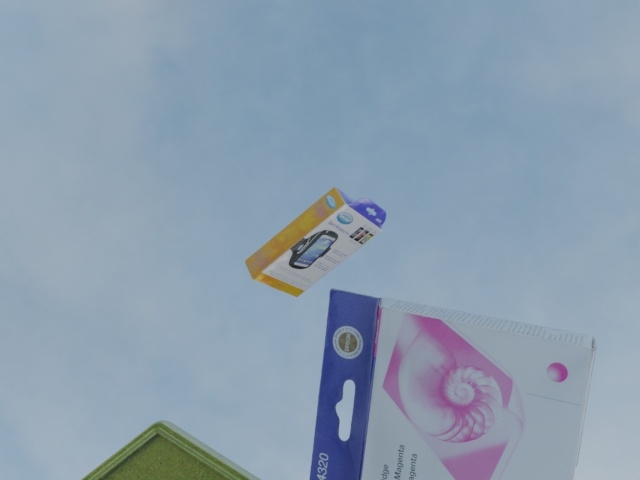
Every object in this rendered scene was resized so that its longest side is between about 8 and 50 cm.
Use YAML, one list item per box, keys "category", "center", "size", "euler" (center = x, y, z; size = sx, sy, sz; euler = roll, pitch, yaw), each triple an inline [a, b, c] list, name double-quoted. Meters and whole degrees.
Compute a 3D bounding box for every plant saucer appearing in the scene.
- category: "plant saucer"
  center: [-0.135, 0.226, 0.516]
  size: [0.188, 0.188, 0.045]
  euler: [19, -53, 33]

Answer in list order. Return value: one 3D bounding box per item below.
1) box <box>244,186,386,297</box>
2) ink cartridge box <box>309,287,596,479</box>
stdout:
- category: "box"
  center: [0.000, 0.000, 0.647]
  size: [0.136, 0.081, 0.028]
  euler: [-40, -124, 13]
- category: "ink cartridge box"
  center: [0.132, 0.244, 0.776]
  size: [0.330, 0.071, 0.324]
  euler: [8, -83, 23]
